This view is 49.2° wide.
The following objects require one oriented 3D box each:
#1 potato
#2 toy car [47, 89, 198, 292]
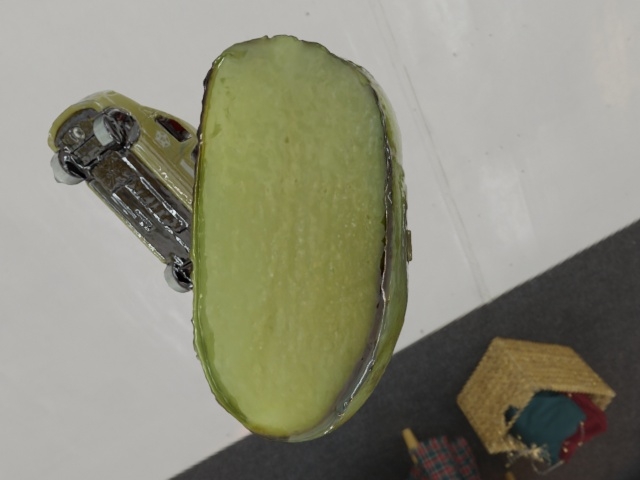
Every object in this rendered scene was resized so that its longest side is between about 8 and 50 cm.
[{"bbox_3d":[0.000,0.000,0.498,0.111,0.160,0.271,0,92,-59],"label":"potato"},{"bbox_3d":[-0.154,-0.053,0.734,0.101,0.124,0.256,-28,112,35],"label":"toy car"}]
